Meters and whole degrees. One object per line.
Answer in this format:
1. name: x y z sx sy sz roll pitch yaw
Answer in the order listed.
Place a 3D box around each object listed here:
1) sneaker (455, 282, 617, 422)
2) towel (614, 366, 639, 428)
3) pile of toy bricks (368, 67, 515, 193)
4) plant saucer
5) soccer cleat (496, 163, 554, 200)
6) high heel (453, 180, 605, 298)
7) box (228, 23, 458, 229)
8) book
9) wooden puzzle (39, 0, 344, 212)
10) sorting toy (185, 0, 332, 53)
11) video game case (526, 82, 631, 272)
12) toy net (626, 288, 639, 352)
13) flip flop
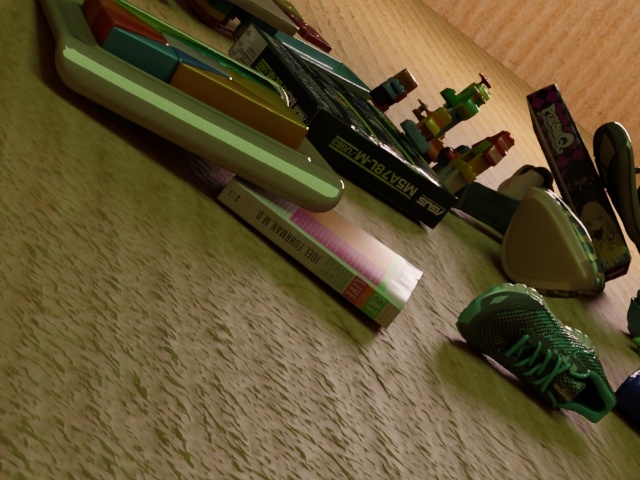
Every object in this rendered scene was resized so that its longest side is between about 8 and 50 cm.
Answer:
1. sneaker: 0.172 0.089 1.367 0.166 0.065 0.076 28 21 -39
2. towel: 0.408 0.210 1.591 0.308 0.076 0.227 43 13 14
3. pile of toy bricks: 0.129 -0.127 1.791 0.118 0.105 0.212 54 0 -13
4. plant saucer: -0.007 -0.194 1.956 0.067 0.018 0.192 46 13 29
5. soccer cleat: 0.235 -0.051 2.016 0.068 0.076 0.196 41 12 4
6. high heel: 0.253 0.015 1.779 0.186 0.093 0.261 24 10 -33
7. box: 0.019 -0.107 1.659 0.184 0.045 0.191 34 12 -36
8. book: 0.000 0.000 1.240 0.144 0.035 0.096 38 13 1
9. wooden puzzle: -0.094 -0.118 1.283 0.221 0.044 0.239 27 15 -20
10. sorting toy: -0.101 -0.249 1.800 0.274 0.046 0.132 23 20 -52
11. video game case: 0.291 -0.058 2.014 0.232 0.042 0.210 26 42 -81
12. toy net: 0.424 0.147 1.941 0.232 0.045 0.122 37 12 -14
13. flip flop: 0.366 -0.028 1.930 0.277 0.080 0.112 56 12 -34
